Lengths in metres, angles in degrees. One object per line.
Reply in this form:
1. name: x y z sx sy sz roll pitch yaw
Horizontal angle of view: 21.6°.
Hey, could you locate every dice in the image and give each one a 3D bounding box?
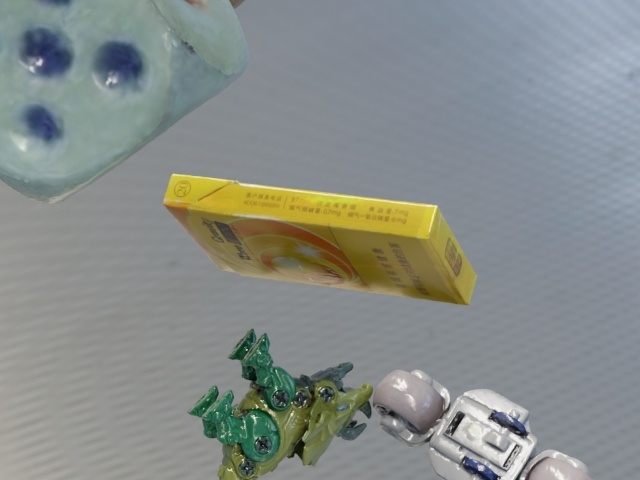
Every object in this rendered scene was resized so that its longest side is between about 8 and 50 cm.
1. dice: -0.254 -0.215 1.780 0.262 0.264 0.268 -33 9 17

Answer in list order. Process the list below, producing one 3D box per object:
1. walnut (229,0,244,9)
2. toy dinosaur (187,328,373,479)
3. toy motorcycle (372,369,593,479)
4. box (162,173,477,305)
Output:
1. walnut: -0.167 -0.383 2.297 0.149 0.166 0.166 -30 42 -31
2. toy dinosaur: -0.070 0.202 1.712 0.259 0.153 0.094 -45 12 -13
3. toy motorcycle: 0.168 0.217 1.724 0.254 0.112 0.112 29 50 18
4. box: 0.000 0.000 1.578 0.269 0.152 0.043 6 65 24
